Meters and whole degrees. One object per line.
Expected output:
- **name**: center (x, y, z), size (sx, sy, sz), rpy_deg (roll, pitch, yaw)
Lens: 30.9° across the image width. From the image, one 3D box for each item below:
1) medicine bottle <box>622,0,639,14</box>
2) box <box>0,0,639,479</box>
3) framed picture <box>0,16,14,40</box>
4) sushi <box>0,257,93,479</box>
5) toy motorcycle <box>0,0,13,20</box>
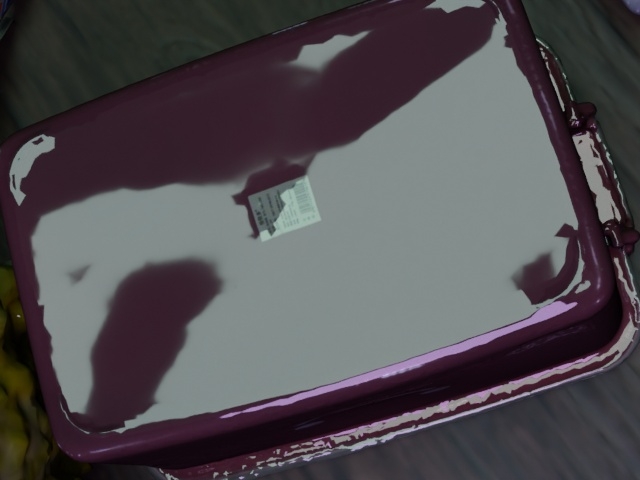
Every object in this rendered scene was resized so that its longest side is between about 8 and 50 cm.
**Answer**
- **medicine bottle**: center (0.154, -0.187, 0.589), size (0.080, 0.080, 0.130), rpy_deg (-36, 75, 5)
- **box**: center (0.000, 0.000, 0.553), size (0.294, 0.167, 0.193), rpy_deg (-18, 76, 9)
- **framed picture**: center (-0.321, -0.061, 0.662), size (0.252, 0.014, 0.197), rpy_deg (1, 47, 13)
- **sushi**: center (-0.316, 0.126, 0.507), size (0.396, 0.351, 0.240), rpy_deg (-10, 80, 11)
- **toy motorcycle**: center (-0.190, -0.236, 0.683), size (0.114, 0.076, 0.205), rpy_deg (24, 88, 8)
